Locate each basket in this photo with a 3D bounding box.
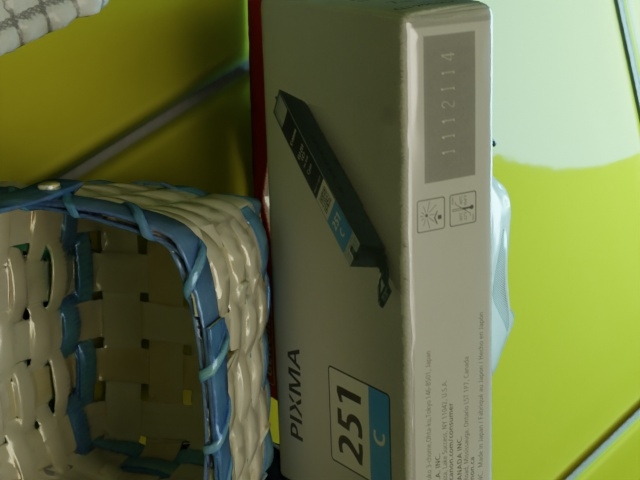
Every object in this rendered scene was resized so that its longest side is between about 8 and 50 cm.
[{"bbox_3d":[-0.142,0.092,0.765,0.289,0.201,0.254,-34,127,-67],"label":"basket"}]

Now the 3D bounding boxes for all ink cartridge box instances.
[{"bbox_3d":[0.000,0.000,0.853,0.066,0.261,0.296,-11,108,-31],"label":"ink cartridge box"}]

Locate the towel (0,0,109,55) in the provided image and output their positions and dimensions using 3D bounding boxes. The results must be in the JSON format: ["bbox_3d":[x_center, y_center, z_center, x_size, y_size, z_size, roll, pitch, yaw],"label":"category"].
[{"bbox_3d":[-0.268,-0.171,0.669,0.284,0.121,0.235,-33,119,-29],"label":"towel"}]

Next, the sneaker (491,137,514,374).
[{"bbox_3d":[0.061,-0.043,1.003,0.146,0.122,0.330,-44,127,-47],"label":"sneaker"}]

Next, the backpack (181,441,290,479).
[{"bbox_3d":[-0.029,0.258,0.891,0.225,0.253,0.191,-33,121,-32],"label":"backpack"}]
